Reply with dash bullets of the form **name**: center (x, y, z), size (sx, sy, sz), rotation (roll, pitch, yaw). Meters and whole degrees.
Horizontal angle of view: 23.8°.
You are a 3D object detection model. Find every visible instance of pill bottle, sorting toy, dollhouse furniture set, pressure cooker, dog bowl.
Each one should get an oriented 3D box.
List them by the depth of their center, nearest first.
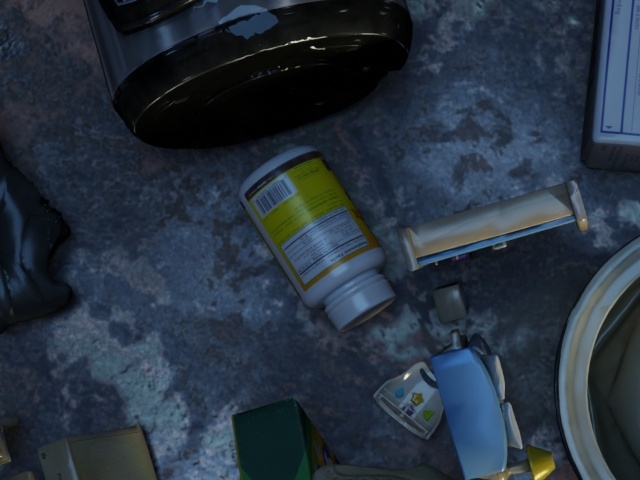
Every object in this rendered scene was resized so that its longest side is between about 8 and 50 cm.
- **dollhouse furniture set**: center (0.231, 0.104, 1.720), size (0.198, 0.286, 0.303), rotation (-15, 89, 9)
- **dog bowl**: center (0.468, 0.177, 1.740), size (0.408, 0.150, 0.408), rotation (-1, 80, 6)
- **pressure cooker**: center (-0.118, -0.353, 1.782), size (0.370, 0.375, 0.420), rotation (-12, 78, -22)
- **dollhouse furniture set**: center (-0.339, 0.313, 1.824), size (0.242, 0.161, 0.212), rotation (-23, 78, 24)
- **sorting toy**: center (0.118, 0.188, 1.828), size (0.083, 0.045, 0.075), rotation (38, 79, 11)
- **pill bottle**: center (0.000, 0.000, 1.830), size (0.117, 0.117, 0.215), rotation (-32, 79, 0)

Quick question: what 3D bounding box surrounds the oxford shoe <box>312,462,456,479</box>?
- **oxford shoe**: center (0.157, 0.307, 1.672), size (0.140, 0.397, 0.146), rotation (-48, 49, 23)

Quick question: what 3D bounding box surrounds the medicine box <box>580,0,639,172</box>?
- **medicine box**: center (0.471, -0.214, 1.805), size (0.289, 0.149, 0.263), rotation (6, 81, 6)

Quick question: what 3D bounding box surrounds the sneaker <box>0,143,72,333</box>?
- **sneaker**: center (-0.383, -0.033, 1.892), size (0.130, 0.109, 0.286), rotation (-13, 86, -7)

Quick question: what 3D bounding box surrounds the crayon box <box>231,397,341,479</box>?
- **crayon box**: center (-0.009, 0.362, 1.667), size (0.083, 0.203, 0.323), rotation (-17, 55, 9)
